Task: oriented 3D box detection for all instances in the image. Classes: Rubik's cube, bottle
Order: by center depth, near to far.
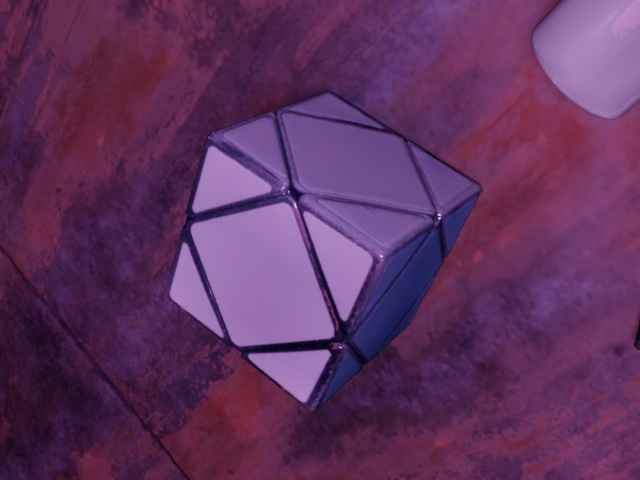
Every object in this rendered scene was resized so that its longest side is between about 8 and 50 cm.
[{"bbox_3d":[0.272,-0.203,0.587,0.104,0.104,0.245,50,129,7],"label":"bottle"},{"bbox_3d":[0.000,0.000,0.807,0.207,0.205,0.205,35,127,20],"label":"Rubik's cube"}]

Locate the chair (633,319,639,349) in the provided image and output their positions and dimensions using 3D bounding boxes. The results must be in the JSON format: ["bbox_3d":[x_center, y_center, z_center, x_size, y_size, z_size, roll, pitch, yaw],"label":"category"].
[{"bbox_3d":[0.377,0.078,0.619,0.260,0.141,0.154,17,118,26],"label":"chair"}]
